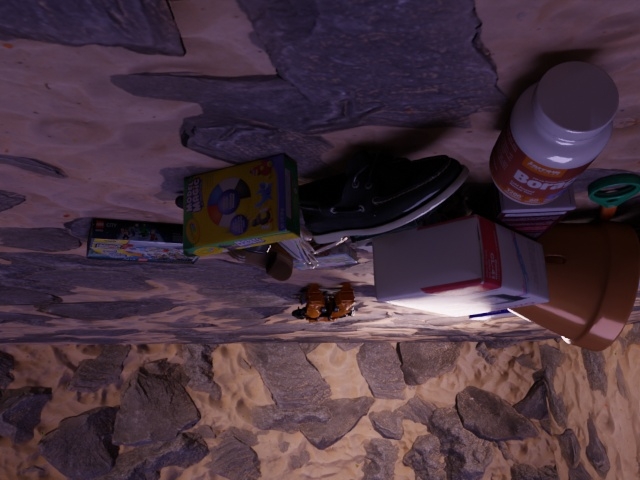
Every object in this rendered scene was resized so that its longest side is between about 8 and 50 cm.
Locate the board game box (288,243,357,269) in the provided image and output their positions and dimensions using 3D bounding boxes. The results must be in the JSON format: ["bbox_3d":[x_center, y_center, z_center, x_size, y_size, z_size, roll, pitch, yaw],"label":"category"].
[{"bbox_3d":[0.003,0.042,1.541,0.154,0.026,0.103,-8,163,17],"label":"board game box"}]

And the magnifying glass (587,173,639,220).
[{"bbox_3d":[0.571,-0.082,1.222,0.092,0.026,0.231,-9,161,18],"label":"magnifying glass"}]

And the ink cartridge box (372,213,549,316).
[{"bbox_3d":[0.277,0.059,1.205,0.226,0.131,0.306,-16,158,38],"label":"ink cartridge box"}]

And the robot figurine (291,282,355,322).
[{"bbox_3d":[0.018,0.208,2.023,0.211,0.084,0.291,0,163,-8],"label":"robot figurine"}]

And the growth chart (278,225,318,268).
[{"bbox_3d":[-0.065,-0.013,1.158,0.172,0.021,0.237,40,168,13],"label":"growth chart"}]

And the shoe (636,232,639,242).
[{"bbox_3d":[0.754,0.015,1.484,0.178,0.063,0.081,2,167,-5],"label":"shoe"}]

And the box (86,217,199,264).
[{"bbox_3d":[-0.364,0.005,1.311,0.233,0.044,0.159,4,163,-23],"label":"box"}]

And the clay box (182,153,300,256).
[{"bbox_3d":[-0.143,-0.051,1.003,0.222,0.127,0.053,-11,162,23],"label":"clay box"}]

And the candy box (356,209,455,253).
[{"bbox_3d":[0.199,-0.009,1.315,0.159,0.071,0.233,-13,162,31],"label":"candy box"}]

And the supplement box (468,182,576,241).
[{"bbox_3d":[0.375,-0.054,1.187,0.131,0.073,0.239,-2,164,-1],"label":"supplement box"}]

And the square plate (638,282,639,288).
[{"bbox_3d":[0.810,0.018,1.345,0.348,0.049,0.344,-21,162,-6],"label":"square plate"}]

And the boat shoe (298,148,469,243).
[{"bbox_3d":[0.072,-0.084,0.968,0.113,0.127,0.340,53,150,-15],"label":"boat shoe"}]

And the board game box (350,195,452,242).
[{"bbox_3d":[0.144,-0.048,1.090,0.126,0.026,0.186,-17,-171,34],"label":"board game box"}]

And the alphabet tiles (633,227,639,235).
[{"bbox_3d":[0.792,-0.003,1.563,0.238,0.009,0.198,-2,164,-4],"label":"alphabet tiles"}]

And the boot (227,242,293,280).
[{"bbox_3d":[-0.141,0.004,1.293,0.197,0.073,0.152,42,-174,-15],"label":"boot"}]

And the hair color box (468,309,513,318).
[{"bbox_3d":[0.667,0.187,2.018,0.339,0.109,0.185,-12,165,35],"label":"hair color box"}]

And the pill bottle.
[{"bbox_3d":[0.297,-0.133,0.804,0.121,0.121,0.216,-4,164,3],"label":"pill bottle"}]

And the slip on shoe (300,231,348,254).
[{"bbox_3d":[0.000,0.000,1.362,0.135,0.051,0.041,-21,168,33],"label":"slip on shoe"}]

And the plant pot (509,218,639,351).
[{"bbox_3d":[0.534,0.080,1.373,0.204,0.290,0.291,13,165,4],"label":"plant pot"}]

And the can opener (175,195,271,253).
[{"bbox_3d":[-0.168,-0.039,1.103,0.186,0.073,0.059,24,168,-5],"label":"can opener"}]
